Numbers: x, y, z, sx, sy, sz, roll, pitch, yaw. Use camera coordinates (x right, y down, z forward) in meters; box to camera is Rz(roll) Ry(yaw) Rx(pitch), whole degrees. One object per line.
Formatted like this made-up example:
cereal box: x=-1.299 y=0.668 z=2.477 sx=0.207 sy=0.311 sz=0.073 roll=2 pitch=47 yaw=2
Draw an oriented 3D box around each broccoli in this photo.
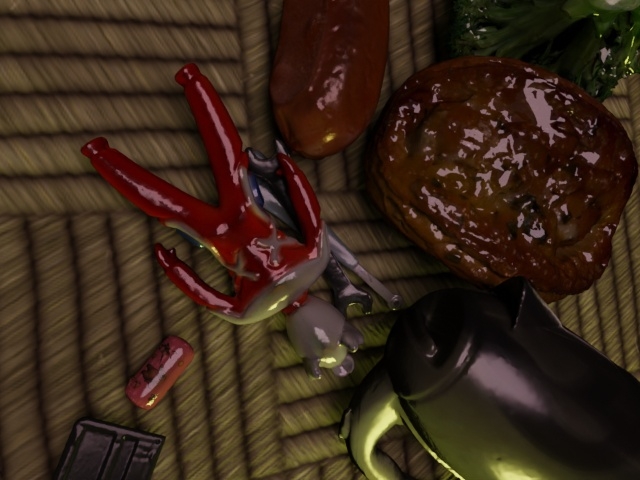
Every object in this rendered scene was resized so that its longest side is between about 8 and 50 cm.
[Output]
broccoli: x=0.313 y=-0.309 z=0.689 sx=0.307 sy=0.275 sz=0.308 roll=2 pitch=109 yaw=5

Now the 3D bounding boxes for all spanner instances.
spanner: x=-0.010 y=-0.007 z=0.644 sx=0.054 sy=0.015 sz=0.255 roll=-31 pitch=104 yaw=-2

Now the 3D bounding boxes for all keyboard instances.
keyboard: x=-0.261 y=0.369 z=0.512 sx=0.103 sy=0.041 sz=0.381 roll=23 pitch=73 yaw=-19

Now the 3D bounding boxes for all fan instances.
fan: x=0.000 y=0.000 z=0.668 sx=0.282 sy=0.023 sz=0.057 roll=44 pitch=72 yaw=-13

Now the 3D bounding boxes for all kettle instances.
kettle: x=0.188 y=0.210 z=0.641 sx=0.324 sy=0.228 sz=0.321 roll=37 pitch=110 yaw=-19

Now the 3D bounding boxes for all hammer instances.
hammer: x=-0.174 y=0.142 z=0.579 sx=0.043 sy=0.043 sz=0.083 roll=43 pitch=75 yaw=-15

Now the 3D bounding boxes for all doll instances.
doll: x=-0.077 y=0.006 z=0.594 sx=0.188 sy=0.099 sz=0.384 roll=-35 pitch=99 yaw=1

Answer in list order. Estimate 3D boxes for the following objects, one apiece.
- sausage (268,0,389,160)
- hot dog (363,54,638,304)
sausage: x=0.017 y=-0.220 z=0.627 sx=0.133 sy=0.133 sz=0.259 roll=13 pitch=78 yaw=-21
hot dog: x=0.246 y=-0.065 z=0.684 sx=0.387 sy=0.174 sz=0.267 roll=25 pitch=92 yaw=-19
